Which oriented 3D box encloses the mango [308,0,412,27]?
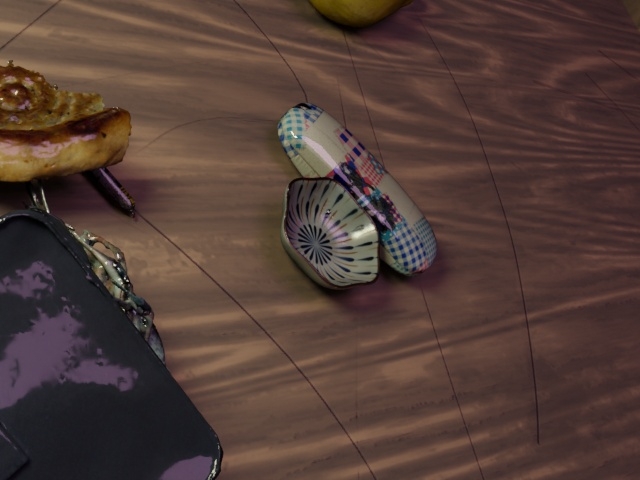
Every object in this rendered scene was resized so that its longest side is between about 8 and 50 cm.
[{"bbox_3d":[0.070,-0.490,1.910,0.195,0.142,0.331,55,30,-5],"label":"mango"}]

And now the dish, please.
[{"bbox_3d":[0.000,0.000,1.512,0.191,0.066,0.190,24,49,-31],"label":"dish"}]

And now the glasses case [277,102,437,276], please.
[{"bbox_3d":[0.060,-0.080,1.624,0.327,0.076,0.125,47,36,-8],"label":"glasses case"}]

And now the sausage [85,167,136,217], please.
[{"bbox_3d":[-0.298,-0.107,1.323,0.198,0.025,0.028,51,24,-4],"label":"sausage"}]

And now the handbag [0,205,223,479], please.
[{"bbox_3d":[-0.275,0.167,0.943,0.269,0.118,0.325,-41,104,-29],"label":"handbag"}]

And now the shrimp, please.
[{"bbox_3d":[-0.243,0.070,1.122,0.137,0.172,0.372,-23,77,-53],"label":"shrimp"}]

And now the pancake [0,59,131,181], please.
[{"bbox_3d":[-0.339,-0.131,1.216,0.212,0.056,0.257,25,39,5],"label":"pancake"}]
